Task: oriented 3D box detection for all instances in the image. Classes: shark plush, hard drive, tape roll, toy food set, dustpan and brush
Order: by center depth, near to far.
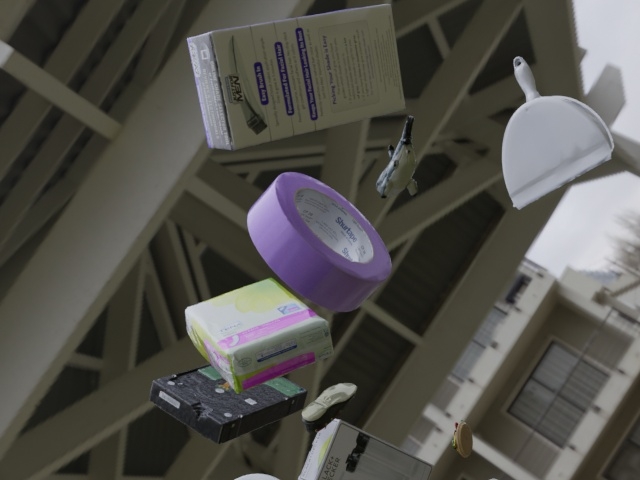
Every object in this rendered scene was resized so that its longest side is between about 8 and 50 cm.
[{"bbox_3d":[0.286,-0.160,1.063,0.147,0.211,0.060,-32,-24,33],"label":"dustpan and brush"},{"bbox_3d":[0.128,-0.141,1.416,0.073,0.067,0.161,-14,-48,-17],"label":"shark plush"},{"bbox_3d":[0.000,0.000,1.509,0.090,0.274,0.275,-47,-21,24],"label":"tape roll"},{"bbox_3d":[0.325,0.452,1.854,0.082,0.020,0.083,53,-141,-36],"label":"toy food set"},{"bbox_3d":[-0.222,0.386,2.013,0.339,0.237,0.064,-9,-62,-56],"label":"hard drive"}]

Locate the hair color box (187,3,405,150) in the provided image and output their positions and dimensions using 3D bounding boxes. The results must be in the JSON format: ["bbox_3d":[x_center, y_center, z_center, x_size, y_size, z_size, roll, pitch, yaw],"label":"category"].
[{"bbox_3d":[-0.033,-0.274,1.349,0.339,0.110,0.185,-17,-74,-29],"label":"hair color box"}]

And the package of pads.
[{"bbox_3d":[-0.140,0.194,1.715,0.229,0.296,0.101,-19,-67,-21],"label":"package of pads"}]

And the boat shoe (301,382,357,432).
[{"bbox_3d":[0.018,0.310,1.517,0.133,0.049,0.042,-31,-54,-38],"label":"boat shoe"}]

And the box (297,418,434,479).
[{"bbox_3d":[0.111,0.556,1.942,0.087,0.290,0.169,-13,49,64],"label":"box"}]

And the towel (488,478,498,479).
[{"bbox_3d":[0.233,0.518,1.342,0.282,0.049,0.187,-47,-45,3],"label":"towel"}]

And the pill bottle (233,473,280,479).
[{"bbox_3d":[-0.077,0.470,1.233,0.162,0.162,0.278,-45,-31,-24],"label":"pill bottle"}]
